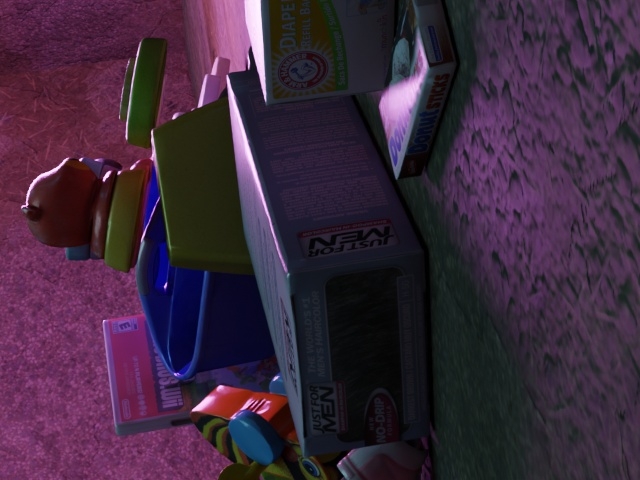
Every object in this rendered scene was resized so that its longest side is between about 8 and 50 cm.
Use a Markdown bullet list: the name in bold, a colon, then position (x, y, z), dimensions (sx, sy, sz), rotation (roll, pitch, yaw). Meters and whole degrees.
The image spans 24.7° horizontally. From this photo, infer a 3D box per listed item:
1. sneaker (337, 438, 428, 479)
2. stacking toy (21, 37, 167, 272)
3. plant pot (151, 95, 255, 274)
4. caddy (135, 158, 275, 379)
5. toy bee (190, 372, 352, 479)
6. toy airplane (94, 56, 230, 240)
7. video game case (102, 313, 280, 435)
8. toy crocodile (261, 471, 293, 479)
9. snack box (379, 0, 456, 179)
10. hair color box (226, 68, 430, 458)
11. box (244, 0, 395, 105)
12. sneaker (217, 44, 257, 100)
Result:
- **sneaker**: position (0.073, 0.203, 1.264), dimensions (0.051, 0.070, 0.134), rotation (44, 178, 43)
- **stacking toy**: position (-0.269, -0.104, 1.765), dimensions (0.309, 0.130, 0.279), rotation (150, 128, -83)
- **plant pot**: position (-0.090, -0.058, 1.662), dimensions (0.212, 0.187, 0.212), rotation (138, 123, -82)
- **caddy**: position (-0.161, 0.024, 1.963), dimensions (0.241, 0.179, 0.341), rotation (-126, 38, -49)
- **toy bee**: position (-0.032, 0.246, 1.694), dimensions (0.162, 0.195, 0.298), rotation (58, 167, -14)
- **toy airplane**: position (-0.183, -0.081, 2.312), dimensions (0.386, 0.272, 0.384), rotation (-61, 26, 7)
- **video game case**: position (-0.156, 0.169, 2.061), dimensions (0.204, 0.285, 0.025), rotation (-106, 11, -45)
- **toy crocodile**: position (-0.044, 0.392, 2.265), dimensions (0.115, 0.105, 0.340), rotation (-148, 55, -81)
- **snack box**: position (0.065, -0.106, 1.012), dimensions (0.178, 0.022, 0.064), rotation (100, 159, -69)
- **hair color box**: position (0.000, 0.000, 1.308), dimensions (0.374, 0.113, 0.185), rotation (-108, 12, -58)
- **box**: position (-0.004, -0.216, 1.106), dimensions (0.203, 0.103, 0.114), rotation (89, 170, -47)
- **sneaker**: position (-0.079, -0.185, 1.817), dimensions (0.152, 0.053, 0.061), rotation (-60, -31, -32)
